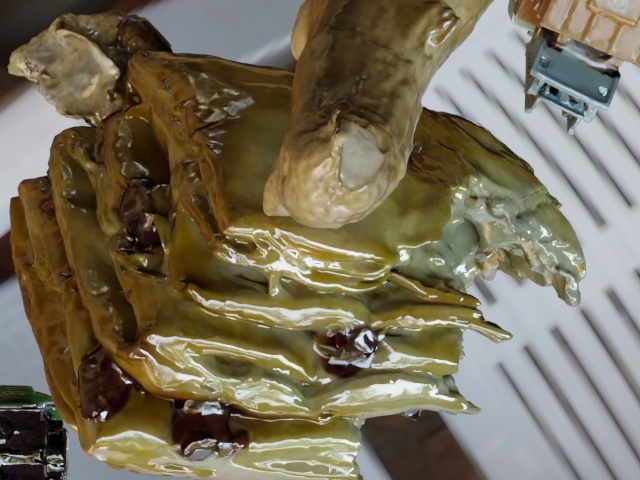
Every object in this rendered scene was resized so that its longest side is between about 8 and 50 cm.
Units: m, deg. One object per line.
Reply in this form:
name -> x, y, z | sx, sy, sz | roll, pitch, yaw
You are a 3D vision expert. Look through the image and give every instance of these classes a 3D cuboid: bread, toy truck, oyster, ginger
bread -> 0.000, 0.000, 1.267 | 0.370, 0.191, 0.314 | -2, 32, -21
toy truck -> -0.222, 0.218, 1.370 | 0.125, 0.101, 0.242 | 109, -19, -75
oyster -> -0.124, -0.081, 1.463 | 0.233, 0.107, 0.161 | 47, -1, 6
ginger -> 0.035, -0.114, 0.772 | 0.081, 0.148, 0.333 | 51, 38, -32
toy truck -> 0.242, -0.222, 1.833 | 0.133, 0.184, 0.338 | 22, 16, -6
